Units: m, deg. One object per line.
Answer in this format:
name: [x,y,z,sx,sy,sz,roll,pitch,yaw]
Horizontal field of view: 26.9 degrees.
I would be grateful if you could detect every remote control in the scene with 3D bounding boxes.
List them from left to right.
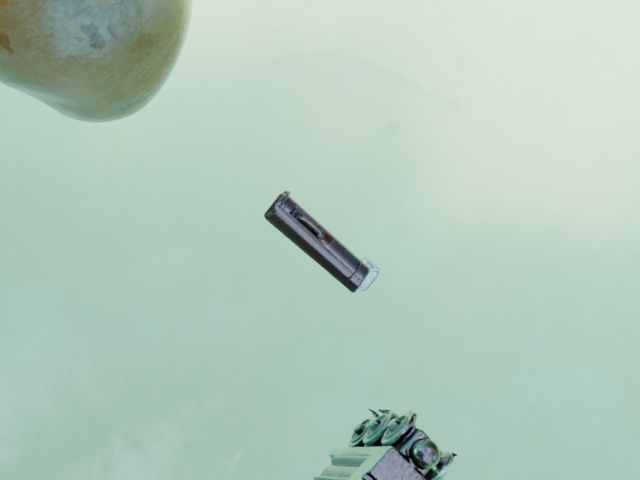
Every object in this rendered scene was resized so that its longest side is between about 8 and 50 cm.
remote control: [0.000,0.000,1.004,0.091,0.016,0.034,41,51,-7]

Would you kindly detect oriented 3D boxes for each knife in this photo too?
knife: [0.011,0.006,1.178,0.096,0.010,0.027,40,102,11]

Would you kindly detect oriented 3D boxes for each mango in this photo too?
mango: [-0.224,-0.228,1.143,0.199,0.384,0.221,33,69,28]

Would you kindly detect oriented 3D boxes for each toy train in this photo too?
toy train: [0.050,0.209,1.209,0.111,0.170,0.071,-44,96,-19]
